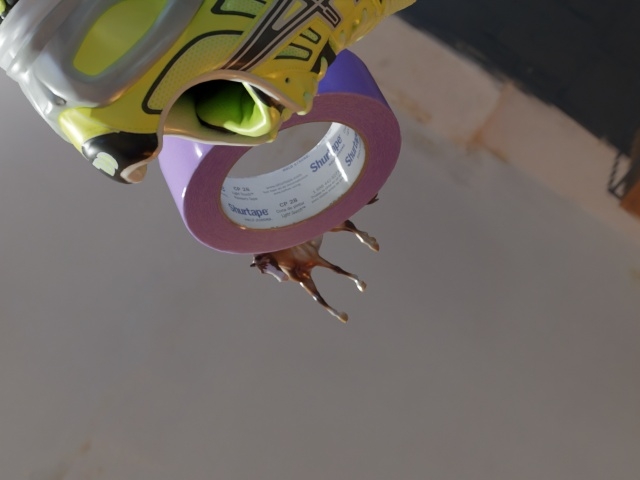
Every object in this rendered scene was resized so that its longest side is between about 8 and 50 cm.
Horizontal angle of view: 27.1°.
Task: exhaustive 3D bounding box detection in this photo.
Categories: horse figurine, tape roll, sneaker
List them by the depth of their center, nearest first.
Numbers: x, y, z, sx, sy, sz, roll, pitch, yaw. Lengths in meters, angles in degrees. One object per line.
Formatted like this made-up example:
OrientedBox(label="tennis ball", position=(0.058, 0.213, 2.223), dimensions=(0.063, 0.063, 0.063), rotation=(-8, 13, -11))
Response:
OrientedBox(label="sneaker", position=(-0.042, -0.142, 0.921), dimensions=(0.384, 0.145, 0.147), rotation=(-24, -98, -36))
OrientedBox(label="tape roll", position=(-0.047, -0.104, 1.560), dimensions=(0.274, 0.275, 0.090), rotation=(-1, -131, -36))
OrientedBox(label="horse figurine", position=(0.000, 0.000, 1.971), dimensions=(0.174, 0.066, 0.263), rotation=(32, -133, -9))
